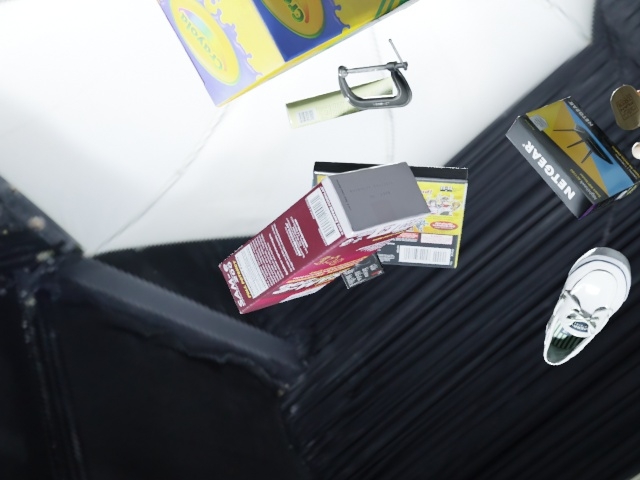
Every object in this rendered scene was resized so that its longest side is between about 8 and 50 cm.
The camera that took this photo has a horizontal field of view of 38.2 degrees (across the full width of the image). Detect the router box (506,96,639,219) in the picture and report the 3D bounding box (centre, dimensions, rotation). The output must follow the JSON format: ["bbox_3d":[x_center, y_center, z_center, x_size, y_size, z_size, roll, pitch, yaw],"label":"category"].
[{"bbox_3d":[0.390,-0.129,1.416,0.133,0.046,0.179,-24,-113,-33],"label":"router box"}]

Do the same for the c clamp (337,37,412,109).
[{"bbox_3d":[0.090,-0.277,1.566,0.137,0.161,0.022,52,-129,-33],"label":"c clamp"}]

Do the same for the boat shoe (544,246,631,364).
[{"bbox_3d":[0.370,0.103,1.292,0.083,0.226,0.075,20,-126,12],"label":"boat shoe"}]

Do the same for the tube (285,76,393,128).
[{"bbox_3d":[0.044,-0.301,2.027,0.070,0.240,0.062,-110,6,-79],"label":"tube"}]

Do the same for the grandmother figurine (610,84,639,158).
[{"bbox_3d":[0.617,-0.198,1.543,0.343,0.208,0.104,8,-119,-42],"label":"grandmother figurine"}]

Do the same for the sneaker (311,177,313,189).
[{"bbox_3d":[0.093,-0.117,1.976,0.087,0.229,0.092,96,163,-60],"label":"sneaker"}]

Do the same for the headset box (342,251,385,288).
[{"bbox_3d":[0.054,0.023,1.417,0.032,0.062,0.083,-28,-87,-83],"label":"headset box"}]

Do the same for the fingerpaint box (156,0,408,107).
[{"bbox_3d":[-0.065,-0.440,1.082,0.371,0.163,0.444,-35,-80,-36],"label":"fingerpaint box"}]

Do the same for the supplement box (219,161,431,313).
[{"bbox_3d":[0.000,0.000,1.083,0.130,0.239,0.073,-14,-105,-41],"label":"supplement box"}]

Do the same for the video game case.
[{"bbox_3d":[0.127,-0.045,1.720,0.248,0.275,0.035,87,-172,-50],"label":"video game case"}]
